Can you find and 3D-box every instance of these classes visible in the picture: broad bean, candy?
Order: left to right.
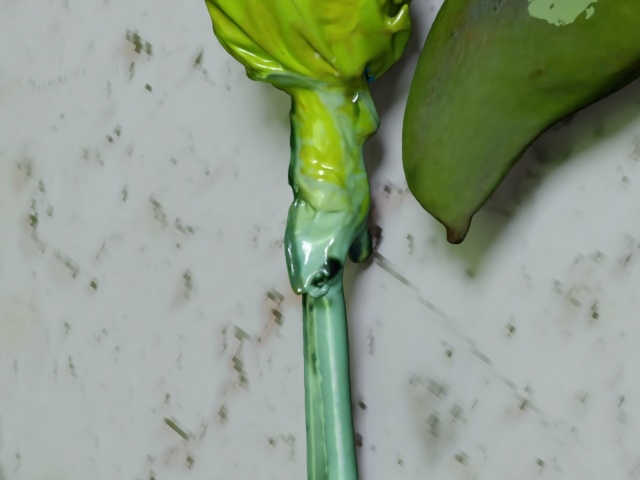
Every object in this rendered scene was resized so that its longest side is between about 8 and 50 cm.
[{"bbox_3d":[0.002,0.000,0.669,0.073,0.077,0.262,-3,89,11],"label":"candy"},{"bbox_3d":[0.116,-0.142,0.614,0.075,0.067,0.325,29,98,0],"label":"broad bean"}]
